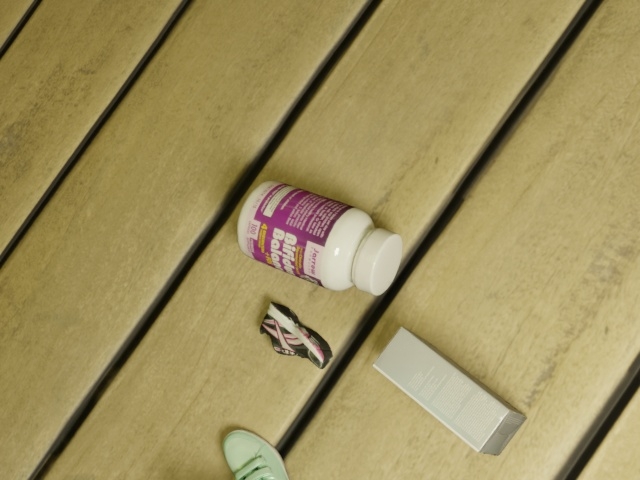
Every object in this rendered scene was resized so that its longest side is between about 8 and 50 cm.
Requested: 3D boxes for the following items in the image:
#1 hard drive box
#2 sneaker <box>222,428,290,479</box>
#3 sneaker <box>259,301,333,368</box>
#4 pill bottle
[{"bbox_3d":[0.226,0.263,1.450,0.232,0.181,0.089,38,91,28],"label":"hard drive box"},{"bbox_3d":[-0.122,0.448,1.548,0.094,0.151,0.256,-44,62,6],"label":"sneaker"},{"bbox_3d":[-0.052,0.202,1.654,0.178,0.072,0.077,41,103,35],"label":"sneaker"},{"bbox_3d":[0.000,0.000,1.631,0.302,0.169,0.169,20,82,27],"label":"pill bottle"}]
